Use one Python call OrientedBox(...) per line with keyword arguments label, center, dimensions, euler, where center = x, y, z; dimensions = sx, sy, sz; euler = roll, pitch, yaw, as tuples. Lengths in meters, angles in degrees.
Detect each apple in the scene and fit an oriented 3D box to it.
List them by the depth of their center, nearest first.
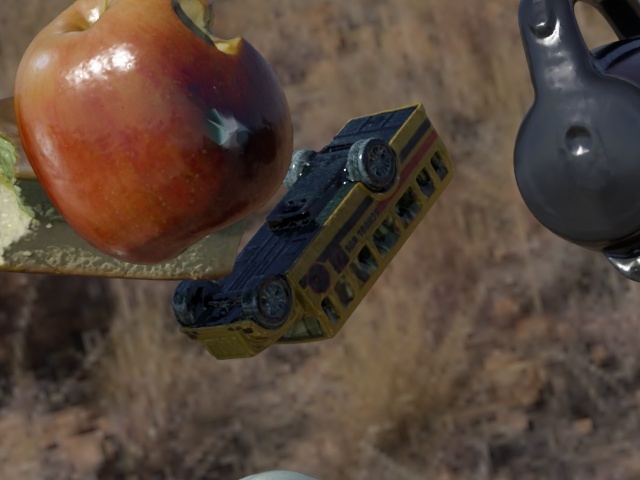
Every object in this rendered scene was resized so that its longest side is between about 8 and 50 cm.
OrientedBox(label="apple", center=(-0.114, -0.086, 1.255), dimensions=(0.199, 0.199, 0.199), euler=(-13, 8, 2))

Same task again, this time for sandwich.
OrientedBox(label="sandwich", center=(-0.198, -0.034, 1.600), dimensions=(0.220, 0.108, 0.186), euler=(34, 35, 23))

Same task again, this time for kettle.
OrientedBox(label="kettle", center=(0.204, -0.079, 1.178), dimensions=(0.144, 0.202, 0.232), euler=(-14, -2, 27))

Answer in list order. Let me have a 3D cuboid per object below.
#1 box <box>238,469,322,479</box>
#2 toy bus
OrientedBox(label="box", center=(-0.023, 0.245, 0.707), dimensions=(0.175, 0.182, 0.312), euler=(21, 47, -9))
OrientedBox(label="toy bus", center=(0.000, 0.000, 1.823), dimensions=(0.121, 0.123, 0.335), euler=(-7, 35, 45))
